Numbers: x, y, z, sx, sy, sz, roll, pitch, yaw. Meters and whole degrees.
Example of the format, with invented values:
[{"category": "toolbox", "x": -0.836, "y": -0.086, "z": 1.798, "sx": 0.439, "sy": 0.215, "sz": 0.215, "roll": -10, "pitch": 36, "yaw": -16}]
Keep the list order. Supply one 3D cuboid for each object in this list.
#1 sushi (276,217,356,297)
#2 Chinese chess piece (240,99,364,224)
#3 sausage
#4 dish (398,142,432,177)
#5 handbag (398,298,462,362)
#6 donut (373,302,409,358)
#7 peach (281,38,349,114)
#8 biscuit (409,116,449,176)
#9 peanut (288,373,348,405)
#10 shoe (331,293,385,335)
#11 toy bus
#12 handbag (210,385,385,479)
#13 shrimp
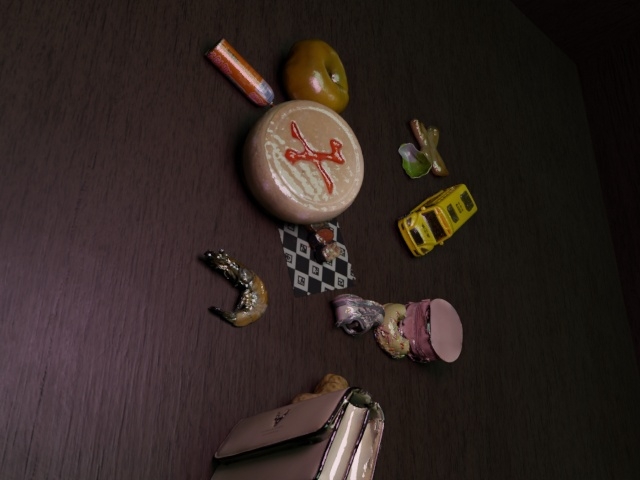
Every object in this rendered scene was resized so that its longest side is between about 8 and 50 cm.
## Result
[{"category": "sushi", "x": 0.000, "y": 0.000, "z": 1.912, "sx": 0.264, "sy": 0.050, "sz": 0.289, "roll": -4, "pitch": 75, "yaw": -48}, {"category": "Chinese chess piece", "x": -0.045, "y": -0.206, "z": 1.836, "sx": 0.338, "sy": 0.141, "sz": 0.337, "roll": 8, "pitch": 74, "yaw": -30}, {"category": "sausage", "x": -0.209, "y": -0.448, "z": 1.892, "sx": 0.234, "sy": 0.071, "sz": 0.071, "roll": 43, "pitch": 45, "yaw": -24}, {"category": "dish", "x": 0.322, "y": -0.275, "z": 2.393, "sx": 0.137, "sy": 0.091, "sz": 0.039, "roll": 59, "pitch": -4, "yaw": 17}, {"category": "handbag", "x": 0.330, "y": 0.275, "z": 2.080, "sx": 0.179, "sy": 0.116, "sz": 0.204, "roll": 28, "pitch": 53, "yaw": -35}, {"category": "donut", "x": 0.209, "y": 0.252, "z": 1.999, "sx": 0.108, "sy": 0.065, "sz": 0.165, "roll": 24, "pitch": 55, "yaw": -38}, {"category": "peach", "x": -0.009, "y": -0.479, "z": 2.071, "sx": 0.251, "sy": 0.153, "sz": 0.250, "roll": 25, "pitch": 60, "yaw": -56}, {"category": "biscuit", "x": 0.391, "y": -0.335, "z": 2.498, "sx": 0.164, "sy": 0.047, "sz": 0.207, "roll": 11, "pitch": 65, "yaw": -41}, {"category": "peanut", "x": 0.000, "y": 0.415, "z": 1.654, "sx": 0.137, "sy": 0.122, "sz": 0.253, "roll": 56, "pitch": 38, "yaw": 4}, {"category": "shoe", "x": 0.108, "y": 0.214, "z": 1.892, "sx": 0.180, "sy": 0.089, "sz": 0.092, "roll": 26, "pitch": 53, "yaw": -34}, {"category": "toy bus", "x": 0.392, "y": -0.072, "z": 2.290, "sx": 0.330, "sy": 0.152, "sz": 0.144, "roll": -35, "pitch": 99, "yaw": -49}, {"category": "handbag", "x": -0.055, "y": 0.438, "z": 1.399, "sx": 0.160, "sy": 0.359, "sz": 0.236, "roll": 46, "pitch": 44, "yaw": -19}, {"category": "shrimp", "x": -0.209, "y": 0.116, "z": 1.635, "sx": 0.217, "sy": 0.051, "sz": 0.150, "roll": 45, "pitch": 51, "yaw": -28}]
